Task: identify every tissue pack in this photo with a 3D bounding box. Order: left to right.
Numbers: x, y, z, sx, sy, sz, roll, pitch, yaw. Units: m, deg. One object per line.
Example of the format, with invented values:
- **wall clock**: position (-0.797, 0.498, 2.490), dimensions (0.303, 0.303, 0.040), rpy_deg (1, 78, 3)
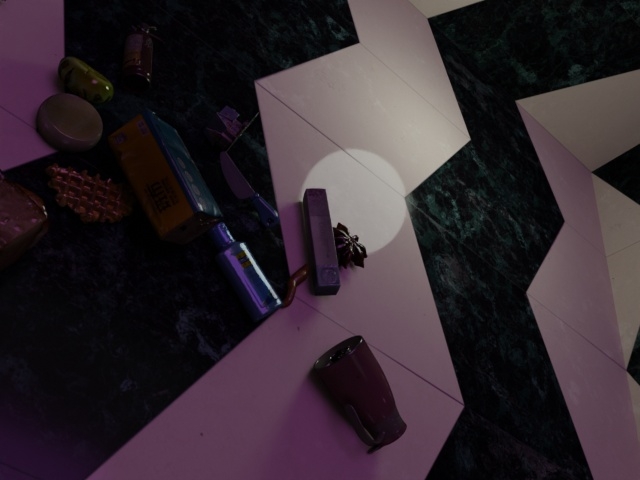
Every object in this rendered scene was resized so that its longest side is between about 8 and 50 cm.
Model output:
- **tissue pack**: position (-0.357, -0.137, 1.487), dimensions (0.271, 0.134, 0.192), rpy_deg (61, 6, 9)

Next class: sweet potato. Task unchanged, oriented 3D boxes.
- **sweet potato**: position (-0.066, 0.111, 1.706), dimensions (0.044, 0.044, 0.179), rpy_deg (45, 39, -11)

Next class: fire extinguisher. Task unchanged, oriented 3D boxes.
- **fire extinguisher**: position (-0.479, -0.497, 1.722), dimensions (0.106, 0.075, 0.252), rpy_deg (49, 28, -52)

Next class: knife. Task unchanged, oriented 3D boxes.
- **knife**: position (-0.202, -0.132, 1.734), dimensions (0.244, 0.058, 0.032), rpy_deg (50, 15, -7)

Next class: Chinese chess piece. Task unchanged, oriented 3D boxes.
- **Chinese chess piece**: position (-0.573, -0.267, 1.468), dimensions (0.144, 0.058, 0.144), rpy_deg (27, 45, -31)

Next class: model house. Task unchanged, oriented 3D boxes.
- **model house**: position (-0.256, -0.315, 1.770), dimensions (0.088, 0.117, 0.167), rpy_deg (40, 45, -10)

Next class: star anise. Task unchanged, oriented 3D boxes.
- **star anise**: position (0.078, 0.014, 1.901), dimensions (0.168, 0.057, 0.168), rpy_deg (24, 49, -31)

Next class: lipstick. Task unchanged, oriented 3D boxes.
- **lipstick**: position (0.000, 0.000, 1.812), dimensions (0.066, 0.068, 0.317), rpy_deg (-1, 59, -12)

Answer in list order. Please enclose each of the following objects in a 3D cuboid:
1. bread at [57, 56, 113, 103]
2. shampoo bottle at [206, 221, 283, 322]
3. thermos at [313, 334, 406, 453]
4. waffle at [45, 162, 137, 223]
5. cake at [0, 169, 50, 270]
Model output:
- **bread**: position (-0.560, -0.378, 1.528), dimensions (0.139, 0.071, 0.130), rpy_deg (35, 11, -17)
- **shampoo bottle**: position (-0.195, 0.073, 1.588), dimensions (0.104, 0.061, 0.258), rpy_deg (-28, 83, -51)
- **thermos**: position (0.107, 0.391, 1.597), dimensions (0.265, 0.146, 0.176), rpy_deg (58, 33, -4)
- **waffle**: position (-0.502, -0.109, 1.431), dimensions (0.192, 0.046, 0.161), rpy_deg (-24, 81, -51)
- **cake**: position (-0.629, -0.030, 1.132), dimensions (0.199, 0.196, 0.293), rpy_deg (47, 41, -5)
